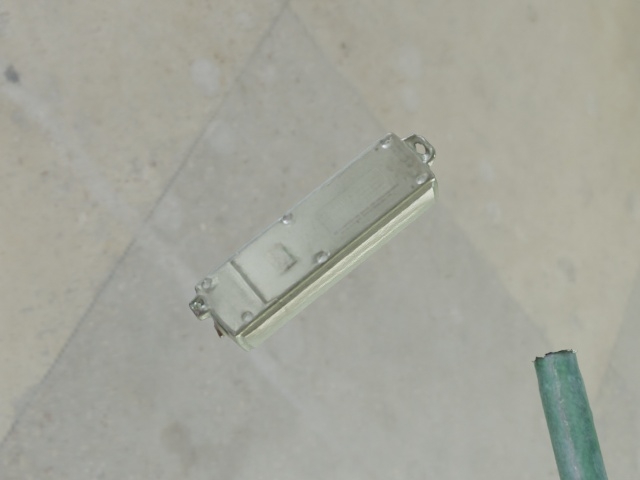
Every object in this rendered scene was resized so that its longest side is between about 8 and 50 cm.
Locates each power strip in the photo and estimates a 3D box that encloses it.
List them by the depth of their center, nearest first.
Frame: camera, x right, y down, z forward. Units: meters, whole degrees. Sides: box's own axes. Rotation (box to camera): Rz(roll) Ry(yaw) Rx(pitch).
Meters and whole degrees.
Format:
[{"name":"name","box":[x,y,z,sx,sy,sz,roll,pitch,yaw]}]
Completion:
[{"name":"power strip","box":[0.000,0.000,1.174,0.272,0.078,0.052,-39,155,-7]}]

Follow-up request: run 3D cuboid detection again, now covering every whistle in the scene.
[{"name":"whistle","box":[0.200,0.177,0.948,0.039,0.039,0.186,8,65,-47]}]
